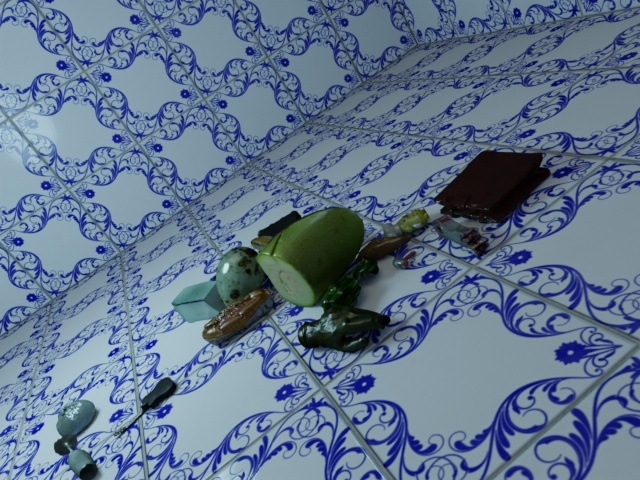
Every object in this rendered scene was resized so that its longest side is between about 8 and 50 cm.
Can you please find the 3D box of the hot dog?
[{"bbox_3d":[-0.276,0.253,1.844,0.268,0.075,0.144,-34,21,-9],"label":"hot dog"}]

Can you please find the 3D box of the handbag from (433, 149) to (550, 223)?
[{"bbox_3d":[0.516,-0.165,1.669,0.275,0.084,0.260,-40,27,-15],"label":"handbag"}]

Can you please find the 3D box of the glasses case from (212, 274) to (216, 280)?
[{"bbox_3d":[-0.419,0.152,2.286,0.033,0.023,0.083,-47,27,-26],"label":"glasses case"}]

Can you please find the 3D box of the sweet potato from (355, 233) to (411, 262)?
[{"bbox_3d":[0.191,0.021,1.726,0.205,0.068,0.060,-20,-16,25],"label":"sweet potato"}]

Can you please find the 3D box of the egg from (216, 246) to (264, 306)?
[{"bbox_3d":[-0.288,0.133,1.957,0.231,0.169,0.169,-69,21,11],"label":"egg"}]

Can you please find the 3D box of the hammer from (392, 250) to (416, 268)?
[{"bbox_3d":[0.254,0.054,1.632,0.083,0.031,0.052,-33,24,-29],"label":"hammer"}]

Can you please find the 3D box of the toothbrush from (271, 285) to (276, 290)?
[{"bbox_3d":[-0.018,0.064,1.949,0.375,0.028,0.037,-36,18,-9],"label":"toothbrush"}]

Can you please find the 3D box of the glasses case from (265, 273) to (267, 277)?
[{"bbox_3d":[-0.209,0.100,2.054,0.234,0.079,0.064,-18,37,30],"label":"glasses case"}]

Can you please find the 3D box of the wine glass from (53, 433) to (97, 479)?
[{"bbox_3d":[-0.727,0.650,1.649,0.262,0.074,0.074,3,42,51],"label":"wine glass"}]

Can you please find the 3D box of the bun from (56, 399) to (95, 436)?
[{"bbox_3d":[-0.835,0.594,1.870,0.140,0.083,0.141,-24,26,13],"label":"bun"}]

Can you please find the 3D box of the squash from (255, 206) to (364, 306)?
[{"bbox_3d":[-0.007,0.025,1.751,0.210,0.234,0.309,-1,40,47],"label":"squash"}]

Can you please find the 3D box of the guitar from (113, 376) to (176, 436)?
[{"bbox_3d":[-0.550,0.521,1.725,0.233,0.025,0.088,-42,26,-21],"label":"guitar"}]

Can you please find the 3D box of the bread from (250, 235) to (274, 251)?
[{"bbox_3d":[-0.203,0.019,2.073,0.073,0.053,0.214,-30,18,-24],"label":"bread"}]

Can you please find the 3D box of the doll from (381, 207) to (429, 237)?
[{"bbox_3d":[0.269,-0.048,1.764,0.162,0.062,0.106,-29,19,10],"label":"doll"}]

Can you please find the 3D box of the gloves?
[{"bbox_3d":[0.055,0.229,1.450,0.268,0.107,0.135,-17,59,28],"label":"gloves"}]

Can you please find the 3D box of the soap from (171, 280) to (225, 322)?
[{"bbox_3d":[-0.452,0.227,2.099,0.230,0.091,0.145,-17,28,35],"label":"soap"}]

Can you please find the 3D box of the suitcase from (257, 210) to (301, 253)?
[{"bbox_3d":[-0.154,-0.008,2.214,0.206,0.066,0.285,-30,24,5],"label":"suitcase"}]

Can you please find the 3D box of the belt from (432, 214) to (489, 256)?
[{"bbox_3d":[0.386,-0.021,1.553,0.053,0.071,0.232,-28,23,-8],"label":"belt"}]

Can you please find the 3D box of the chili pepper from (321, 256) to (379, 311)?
[{"bbox_3d":[0.086,0.137,1.615,0.099,0.083,0.253,-8,29,42],"label":"chili pepper"}]
